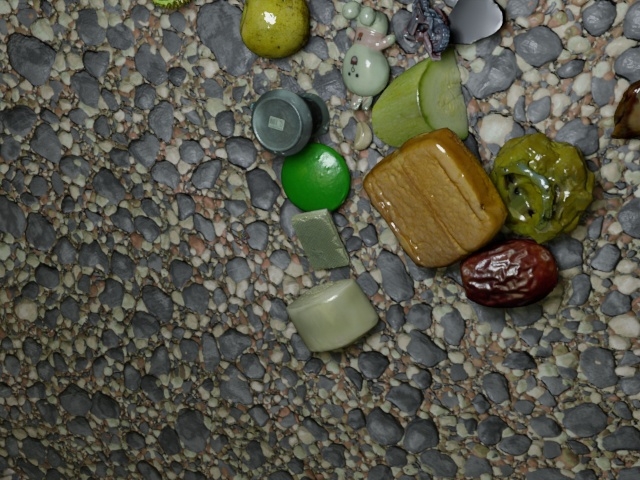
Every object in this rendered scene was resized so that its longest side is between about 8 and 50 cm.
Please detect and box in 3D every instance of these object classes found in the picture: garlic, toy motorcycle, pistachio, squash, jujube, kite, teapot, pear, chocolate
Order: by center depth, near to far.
[{"bbox_3d":[0.757,-0.314,1.532,0.165,0.130,0.210,23,122,-33],"label":"pistachio"},{"bbox_3d":[0.373,-0.542,1.618,0.149,0.080,0.125,-19,92,33],"label":"chocolate"},{"bbox_3d":[0.261,-0.511,1.628,0.084,0.212,0.118,3,134,-20],"label":"toy motorcycle"},{"bbox_3d":[0.251,-0.355,1.729,0.155,0.204,0.236,7,114,61],"label":"squash"},{"bbox_3d":[-0.113,-0.571,1.733,0.197,0.197,0.197,7,110,18],"label":"pear"},{"bbox_3d":[0.491,0.088,1.736,0.243,0.183,0.183,-9,105,11],"label":"jujube"},{"bbox_3d":[-0.087,-0.330,1.784,0.203,0.225,0.170,25,113,12],"label":"teapot"},{"bbox_3d":[0.117,-0.286,1.824,0.053,0.041,0.083,25,117,57],"label":"garlic"},{"bbox_3d":[-0.252,-0.028,2.074,0.078,0.002,0.044,45,117,0],"label":"kite"}]

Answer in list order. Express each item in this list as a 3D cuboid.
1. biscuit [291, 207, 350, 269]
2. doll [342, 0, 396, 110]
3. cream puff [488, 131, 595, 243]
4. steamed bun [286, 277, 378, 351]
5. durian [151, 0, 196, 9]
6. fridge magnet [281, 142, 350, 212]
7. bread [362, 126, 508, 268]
[{"bbox_3d":[0.000,0.000,1.931,0.121,0.040,0.199,-8,127,24],"label":"biscuit"},{"bbox_3d":[0.124,-0.477,1.719,0.155,0.113,0.274,18,120,38],"label":"doll"},{"bbox_3d":[0.539,-0.125,1.643,0.282,0.185,0.281,6,110,16],"label":"cream puff"},{"bbox_3d":[0.031,0.231,1.973,0.250,0.155,0.200,-23,99,29],"label":"steamed bun"},{"bbox_3d":[-0.397,-0.747,1.782,0.200,0.176,0.236,-15,108,15],"label":"durian"},{"bbox_3d":[-0.013,-0.176,1.884,0.208,0.088,0.207,7,111,18],"label":"fridge magnet"},{"bbox_3d":[0.307,-0.113,1.709,0.337,0.148,0.328,53,139,0],"label":"bread"}]
